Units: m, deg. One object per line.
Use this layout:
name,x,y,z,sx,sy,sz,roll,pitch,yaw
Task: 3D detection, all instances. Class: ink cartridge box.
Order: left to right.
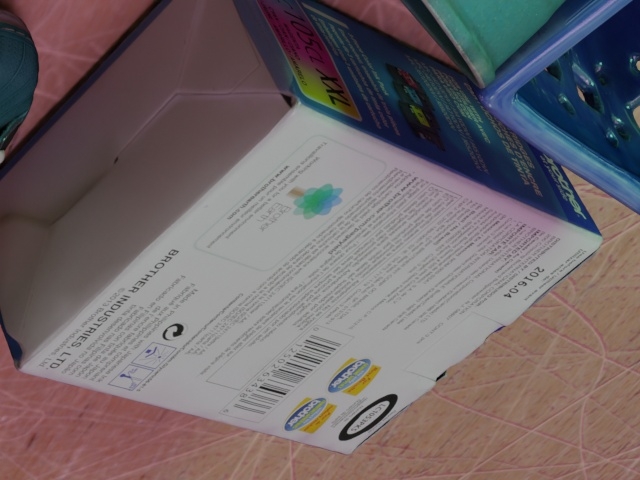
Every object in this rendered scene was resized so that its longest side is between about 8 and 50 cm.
ink cartridge box,0.000,0.000,1.284,0.270,0.151,0.395,-42,141,24

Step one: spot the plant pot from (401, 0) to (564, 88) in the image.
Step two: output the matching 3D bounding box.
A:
plant pot,0.093,-0.259,0.919,0.255,0.271,0.271,-39,144,4

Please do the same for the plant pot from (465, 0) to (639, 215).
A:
plant pot,0.199,-0.180,1.112,0.236,0.212,0.236,-39,143,18

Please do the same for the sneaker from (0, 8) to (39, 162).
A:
sneaker,-0.255,-0.006,1.144,0.108,0.121,0.302,11,132,-41
